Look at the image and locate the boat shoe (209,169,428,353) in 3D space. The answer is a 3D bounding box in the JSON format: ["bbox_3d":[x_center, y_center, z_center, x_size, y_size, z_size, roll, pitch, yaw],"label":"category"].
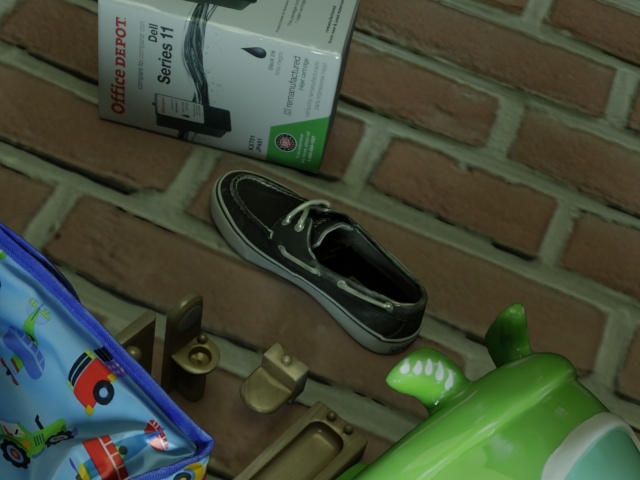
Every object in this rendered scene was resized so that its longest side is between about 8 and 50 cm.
[{"bbox_3d":[0.000,0.000,1.032,0.219,0.070,0.078,37,54,18],"label":"boat shoe"}]

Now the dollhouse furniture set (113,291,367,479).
[{"bbox_3d":[-0.060,0.119,0.892,0.151,0.123,0.144,38,55,19],"label":"dollhouse furniture set"}]

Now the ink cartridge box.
[{"bbox_3d":[-0.084,-0.158,1.091,0.208,0.153,0.087,14,52,2],"label":"ink cartridge box"}]

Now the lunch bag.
[{"bbox_3d":[-0.211,0.108,0.810,0.138,0.221,0.293,-27,61,-28],"label":"lunch bag"}]

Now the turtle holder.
[{"bbox_3d":[0.113,0.204,0.815,0.243,0.320,0.227,-42,73,2],"label":"turtle holder"}]
